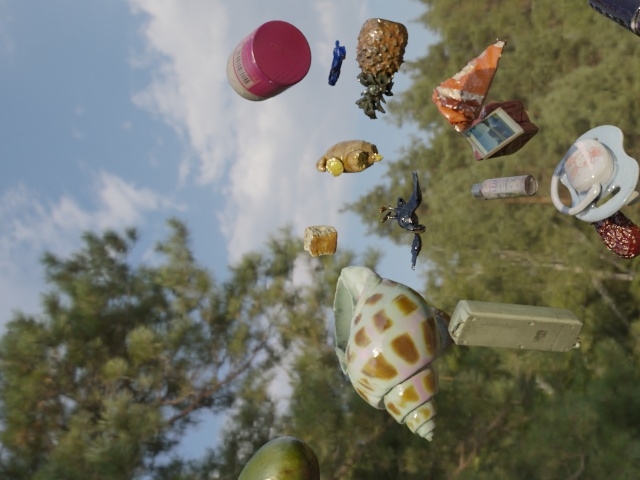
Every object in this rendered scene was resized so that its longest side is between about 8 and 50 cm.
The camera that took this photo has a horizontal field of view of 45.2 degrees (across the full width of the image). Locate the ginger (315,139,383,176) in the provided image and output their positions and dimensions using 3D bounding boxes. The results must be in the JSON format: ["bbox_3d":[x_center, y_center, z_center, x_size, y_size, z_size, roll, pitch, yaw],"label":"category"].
[{"bbox_3d":[0.098,-0.261,2.400,0.157,0.216,0.102,-39,-56,-54],"label":"ginger"}]

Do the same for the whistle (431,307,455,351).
[{"bbox_3d":[0.229,0.197,1.816,0.057,0.220,0.107,-29,-48,-57],"label":"whistle"}]

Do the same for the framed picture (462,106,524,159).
[{"bbox_3d":[0.398,-0.249,1.778,0.011,0.109,0.149,50,-169,-30],"label":"framed picture"}]

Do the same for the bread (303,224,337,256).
[{"bbox_3d":[-0.001,-0.002,2.063,0.077,0.083,0.070,-133,41,-61],"label":"bread"}]

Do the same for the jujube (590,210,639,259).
[{"bbox_3d":[0.842,-0.026,2.159,0.166,0.104,0.104,56,-165,13],"label":"jujube"}]

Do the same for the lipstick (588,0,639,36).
[{"bbox_3d":[0.596,-0.396,1.368,0.300,0.081,0.081,55,166,48],"label":"lipstick"}]

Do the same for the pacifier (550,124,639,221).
[{"bbox_3d":[0.733,-0.147,1.980,0.226,0.238,0.287,24,-143,-23],"label":"pacifier"}]

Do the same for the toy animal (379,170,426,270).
[{"bbox_3d":[0.166,-0.044,1.470,0.062,0.108,0.220,-26,-53,-29],"label":"toy animal"}]

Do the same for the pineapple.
[{"bbox_3d":[0.113,-0.339,1.530,0.108,0.108,0.198,-22,-56,-68],"label":"pineapple"}]

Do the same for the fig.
[{"bbox_3d":[-0.091,0.522,1.659,0.181,0.191,0.181,159,90,-87],"label":"fig"}]

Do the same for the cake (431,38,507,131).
[{"bbox_3d":[0.381,-0.403,1.922,0.287,0.135,0.098,-54,-31,-23],"label":"cake"}]

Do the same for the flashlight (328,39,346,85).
[{"bbox_3d":[0.046,-0.470,2.049,0.035,0.057,0.121,-9,-49,-28],"label":"flashlight"}]

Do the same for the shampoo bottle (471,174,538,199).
[{"bbox_3d":[0.560,-0.161,2.365,0.072,0.214,0.072,1,-92,-39],"label":"shampoo bottle"}]

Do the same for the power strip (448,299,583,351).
[{"bbox_3d":[0.354,0.157,1.401,0.052,0.272,0.078,-111,31,-56],"label":"power strip"}]

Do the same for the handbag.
[{"bbox_3d":[0.513,-0.321,2.210,0.225,0.146,0.135,-16,-107,-41],"label":"handbag"}]

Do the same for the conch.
[{"bbox_3d":[0.135,0.219,1.557,0.249,0.197,0.368,-46,34,50],"label":"conch"}]

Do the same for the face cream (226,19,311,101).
[{"bbox_3d":[-0.141,-0.469,2.031,0.175,0.195,0.175,2,-95,-28],"label":"face cream"}]
